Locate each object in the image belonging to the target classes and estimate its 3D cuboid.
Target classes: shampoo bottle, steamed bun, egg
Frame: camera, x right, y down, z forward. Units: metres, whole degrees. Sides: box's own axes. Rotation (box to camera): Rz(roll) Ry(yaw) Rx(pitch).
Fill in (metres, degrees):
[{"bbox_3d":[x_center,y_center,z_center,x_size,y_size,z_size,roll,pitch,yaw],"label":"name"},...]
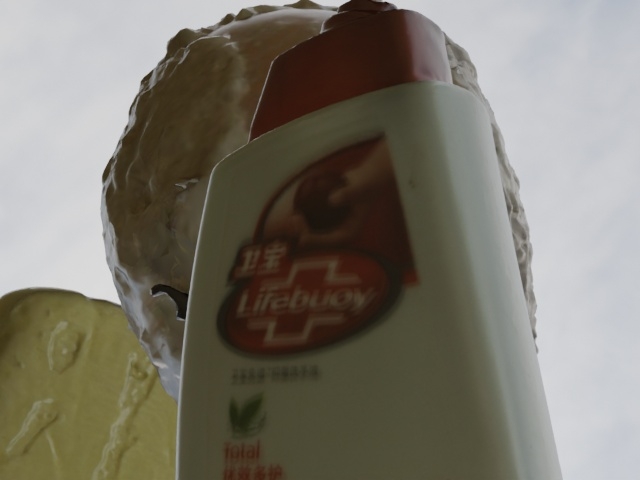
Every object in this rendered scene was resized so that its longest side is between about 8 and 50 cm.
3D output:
[{"bbox_3d":[0.021,-0.002,0.616,0.153,0.071,0.284,-7,-104,30],"label":"shampoo bottle"},{"bbox_3d":[-0.190,0.171,1.401,0.166,0.273,0.232,135,-31,-60],"label":"steamed bun"},{"bbox_3d":[0.000,0.000,1.014,0.279,0.279,0.310,-25,-103,34],"label":"egg"}]
